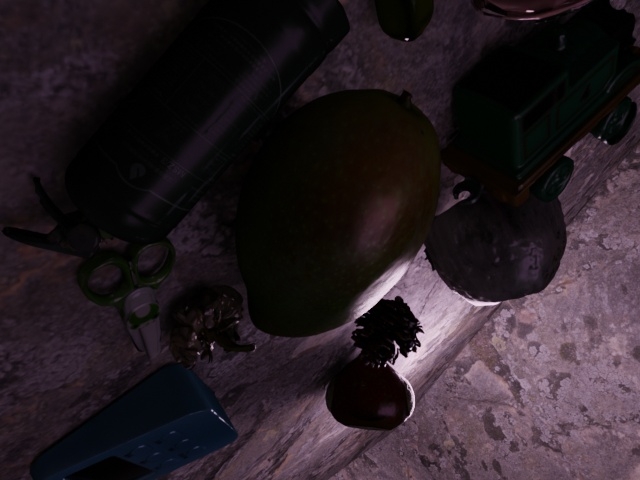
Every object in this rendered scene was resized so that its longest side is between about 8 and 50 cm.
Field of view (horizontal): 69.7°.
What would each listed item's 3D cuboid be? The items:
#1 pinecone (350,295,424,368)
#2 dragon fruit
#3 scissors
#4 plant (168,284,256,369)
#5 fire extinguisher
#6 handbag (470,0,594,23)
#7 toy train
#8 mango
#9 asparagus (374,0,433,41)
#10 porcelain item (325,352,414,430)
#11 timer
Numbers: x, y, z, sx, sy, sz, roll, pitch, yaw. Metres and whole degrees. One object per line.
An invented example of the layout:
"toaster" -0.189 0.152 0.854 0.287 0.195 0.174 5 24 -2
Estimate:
"pinecone" 0.143 0.204 1.023 0.174 0.173 0.173 -32 149 -22
"dragon fruit" 0.379 0.011 0.939 0.283 0.221 0.204 -18 168 -4
"scissors" -0.213 0.080 0.538 0.101 0.027 0.204 -24 144 -31
"plant" -0.135 0.126 0.612 0.104 0.122 0.116 -20 137 -57
"fire extinguisher" -0.118 -0.093 0.375 0.114 0.095 0.311 40 95 -17
"handbag" 0.228 -0.316 0.447 0.205 0.179 0.116 -48 144 2
"toy train" 0.371 -0.233 0.758 0.429 0.178 0.249 -42 140 -4
"mango" 0.000 0.000 0.542 0.225 0.201 0.382 -50 172 -45
"asparagus" 0.058 -0.291 0.379 0.067 0.060 0.277 -24 151 2
"porcelain item" 0.136 0.398 1.264 0.253 0.253 0.253 -32 149 -22
"timer" -0.274 0.326 0.721 0.250 0.091 0.232 -33 150 -15
